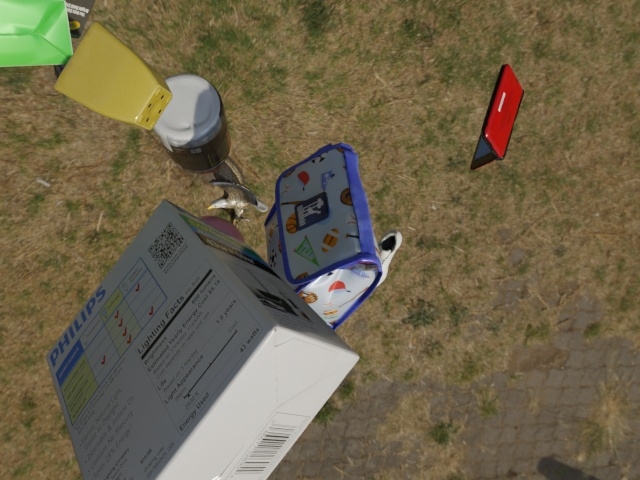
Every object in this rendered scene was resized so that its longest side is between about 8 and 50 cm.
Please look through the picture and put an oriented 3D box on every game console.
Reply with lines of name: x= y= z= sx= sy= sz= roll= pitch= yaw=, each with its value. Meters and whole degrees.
game console: x=0.299 y=-0.216 z=0.817 sx=0.124 sy=0.085 sz=0.144 roll=32 pitch=73 yaw=-42

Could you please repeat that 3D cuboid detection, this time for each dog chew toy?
dog chew toy: x=-0.342 y=0.015 z=1.399 sx=0.206 sy=0.332 sz=0.207 roll=-4 pitch=105 yaw=-17

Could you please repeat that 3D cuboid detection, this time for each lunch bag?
lunch bag: x=0.000 y=0.000 z=1.116 sx=0.238 sy=0.328 sz=0.385 roll=5 pitch=148 yaw=-24

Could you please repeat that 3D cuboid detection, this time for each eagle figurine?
eagle figurine: x=-0.328 y=-0.182 z=1.700 sx=0.226 sy=0.225 sz=0.299 roll=16 pitch=134 yaw=11

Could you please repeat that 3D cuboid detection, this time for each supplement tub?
supplement tub: x=-0.381 y=-0.330 z=1.378 sx=0.206 sy=0.338 sz=0.208 roll=1 pitch=79 yaw=-6

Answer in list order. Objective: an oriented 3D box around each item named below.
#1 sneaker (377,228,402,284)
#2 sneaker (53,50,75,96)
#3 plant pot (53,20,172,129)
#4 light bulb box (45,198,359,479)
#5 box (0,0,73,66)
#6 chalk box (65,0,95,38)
sneaker: x=0.211 y=0.060 z=1.617 sx=0.090 sy=0.115 sz=0.232 roll=23 pitch=90 yaw=12
sneaker: x=-0.578 y=-0.417 z=1.123 sx=0.129 sy=0.297 sz=0.111 roll=-20 pitch=115 yaw=-26
plant pot: x=-0.214 y=-0.166 z=0.498 sx=0.083 sy=0.081 sz=0.082 roll=35 pitch=94 yaw=-2
light bulb box: x=-0.204 y=0.190 z=0.736 sx=0.358 sy=0.361 sz=0.225 roll=-52 pitch=140 yaw=3
box: x=-0.651 y=-0.428 z=0.868 sx=0.261 sy=0.231 sz=0.127 roll=-21 pitch=135 yaw=-37
chalk box: x=-0.774 y=-0.702 z=1.281 sx=0.179 sy=0.180 sz=0.289 roll=41 pitch=112 yaw=8
